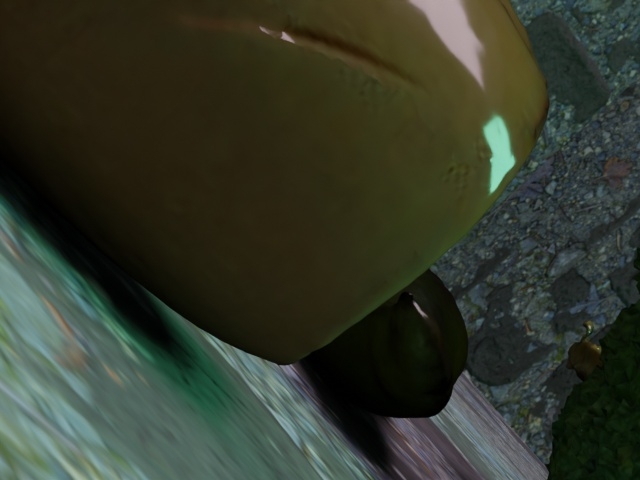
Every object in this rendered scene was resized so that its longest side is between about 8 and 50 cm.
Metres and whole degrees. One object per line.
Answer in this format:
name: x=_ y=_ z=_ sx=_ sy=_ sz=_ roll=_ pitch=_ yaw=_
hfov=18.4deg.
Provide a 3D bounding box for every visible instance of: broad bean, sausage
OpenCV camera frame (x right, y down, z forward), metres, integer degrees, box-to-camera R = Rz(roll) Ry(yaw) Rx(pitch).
broad bean: x=0.028 y=0.036 z=0.845 sx=0.077 sy=0.061 sz=0.339 roll=59 pitch=2 yaw=3
sausage: x=-0.077 y=-0.105 z=0.464 sx=0.304 sy=0.121 sz=0.121 roll=45 pitch=2 yaw=-10

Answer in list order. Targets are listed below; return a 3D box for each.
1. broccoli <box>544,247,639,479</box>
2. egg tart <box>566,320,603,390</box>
broccoli: x=0.250 y=0.090 z=0.723 sx=0.413 sy=0.321 sz=0.310 roll=45 pitch=8 yaw=-23
egg tart: x=0.208 y=0.187 z=1.013 sx=0.315 sy=0.120 sz=0.315 roll=49 pitch=2 yaw=-2
